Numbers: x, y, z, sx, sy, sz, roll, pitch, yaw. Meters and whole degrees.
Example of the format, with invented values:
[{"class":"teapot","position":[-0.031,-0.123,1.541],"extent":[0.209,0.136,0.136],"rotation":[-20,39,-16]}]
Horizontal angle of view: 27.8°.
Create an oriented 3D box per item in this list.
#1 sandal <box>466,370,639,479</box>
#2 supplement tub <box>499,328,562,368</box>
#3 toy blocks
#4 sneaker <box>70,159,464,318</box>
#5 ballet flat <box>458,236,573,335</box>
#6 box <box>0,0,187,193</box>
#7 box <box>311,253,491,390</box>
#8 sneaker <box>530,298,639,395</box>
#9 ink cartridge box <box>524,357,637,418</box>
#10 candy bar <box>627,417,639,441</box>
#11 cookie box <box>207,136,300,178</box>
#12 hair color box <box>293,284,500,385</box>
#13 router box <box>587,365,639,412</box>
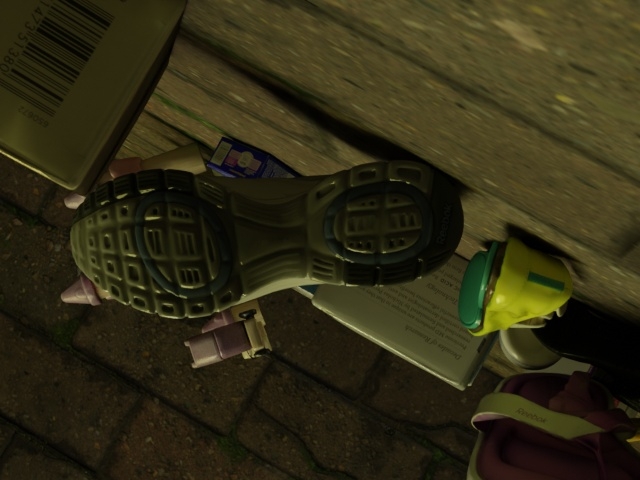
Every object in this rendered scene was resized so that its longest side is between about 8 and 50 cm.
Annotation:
[{"class":"sandal","position":[0.209,0.165,1.156],"extent":[0.169,0.102,0.416],"rotation":[-2,-172,1]},{"class":"supplement tub","position":[0.210,0.091,1.262],"extent":[0.071,0.071,0.107],"rotation":[29,175,10]},{"class":"toy blocks","position":[-0.238,0.052,1.789],"extent":[0.288,0.260,0.308],"rotation":[102,148,-85]},{"class":"sneaker","position":[-0.040,-0.001,0.975],"extent":[0.297,0.111,0.129],"rotation":[-1,-179,8]},{"class":"ballet flat","position":[0.160,0.044,1.055],"extent":[0.077,0.077,0.231],"rotation":[13,173,2]},{"class":"box","position":[-0.187,-0.120,0.920],"extent":[0.121,0.148,0.311],"rotation":[30,178,-8]},{"class":"box","position":[0.103,0.068,1.402],"extent":[0.182,0.119,0.181],"rotation":[29,177,10]},{"class":"sneaker","position":[0.270,0.106,1.158],"extent":[0.170,0.051,0.089],"rotation":[22,169,42]},{"class":"ink cartridge box","position":[0.323,0.174,1.564],"extent":[0.109,0.063,0.150],"rotation":[28,175,28]},{"class":"candy bar","position":[0.299,0.200,1.346],"extent":[0.161,0.018,0.040],"rotation":[0,-161,-33]},{"class":"cookie box","position":[-0.058,-0.066,1.439],"extent":[0.092,0.040,0.107],"rotation":[25,174,47]},{"class":"hair color box","position":[0.066,0.065,1.750],"extent":[0.347,0.105,0.174],"rotation":[30,177,0]},{"class":"router box","position":[0.376,0.176,1.327],"extent":[0.179,0.046,0.133],"rotation":[31,177,-13]}]
